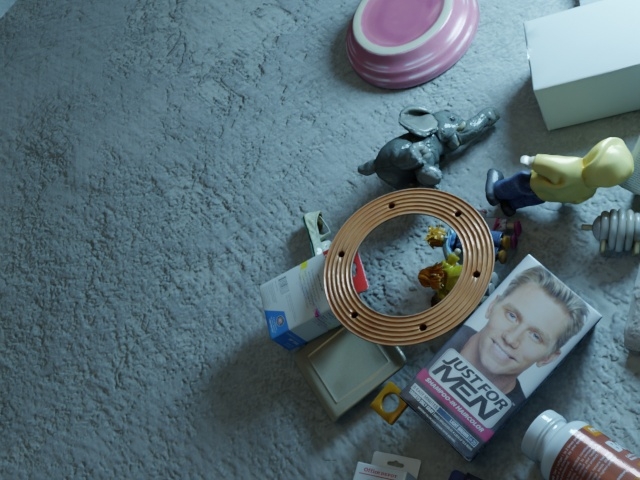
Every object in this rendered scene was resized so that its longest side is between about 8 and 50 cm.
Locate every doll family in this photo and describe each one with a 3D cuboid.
[{"bbox_3d":[0.277,0.032,1.850,0.163,0.118,0.263,8,67,31],"label":"doll family"}]

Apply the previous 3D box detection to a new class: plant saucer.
[{"bbox_3d":[0.204,-0.514,2.230,0.332,0.084,0.332,-13,57,21],"label":"plant saucer"}]

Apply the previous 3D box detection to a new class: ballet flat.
[{"bbox_3d":[0.000,0.000,2.057,0.052,0.057,0.168,-20,55,5],"label":"ballet flat"}]

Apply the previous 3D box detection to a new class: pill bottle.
[{"bbox_3d":[0.444,0.375,1.562,0.216,0.121,0.121,34,81,37],"label":"pill bottle"}]

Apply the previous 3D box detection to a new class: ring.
[{"bbox_3d":[0.166,0.049,1.799,0.336,0.032,0.337,-10,59,17],"label":"ring"}]

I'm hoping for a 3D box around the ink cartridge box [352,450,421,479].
[{"bbox_3d":[0.108,0.469,1.722,0.104,0.060,0.180,4,65,30],"label":"ink cartridge box"}]

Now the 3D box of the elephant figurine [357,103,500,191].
[{"bbox_3d":[0.233,-0.210,2.016,0.239,0.186,0.169,-60,10,-26],"label":"elephant figurine"}]

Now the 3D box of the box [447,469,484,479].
[{"bbox_3d":[0.292,0.493,1.629,0.225,0.036,0.136,18,72,35],"label":"box"}]

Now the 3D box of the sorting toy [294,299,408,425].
[{"bbox_3d":[0.062,0.243,1.889,0.196,0.047,0.348,-41,50,7],"label":"sorting toy"}]

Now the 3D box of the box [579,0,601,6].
[{"bbox_3d":[0.670,-0.580,2.040,0.231,0.056,0.183,-9,58,23],"label":"box"}]

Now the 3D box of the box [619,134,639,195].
[{"bbox_3d":[0.657,-0.203,1.725,0.113,0.094,0.275,33,112,36],"label":"box"}]

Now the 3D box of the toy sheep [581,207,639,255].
[{"bbox_3d":[0.552,-0.018,1.758,0.132,0.091,0.091,5,64,9],"label":"toy sheep"}]

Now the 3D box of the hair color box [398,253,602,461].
[{"bbox_3d":[0.320,0.212,1.702,0.174,0.105,0.347,42,86,16],"label":"hair color box"}]

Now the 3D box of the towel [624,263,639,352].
[{"bbox_3d":[0.634,0.069,1.619,0.187,0.049,0.282,11,85,50],"label":"towel"}]

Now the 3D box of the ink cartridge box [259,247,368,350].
[{"bbox_3d":[0.000,0.109,1.919,0.231,0.078,0.134,-28,53,17],"label":"ink cartridge box"}]

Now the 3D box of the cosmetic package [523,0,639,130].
[{"bbox_3d":[0.607,-0.374,1.891,0.365,0.155,0.197,-11,57,23],"label":"cosmetic package"}]

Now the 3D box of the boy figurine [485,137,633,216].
[{"bbox_3d":[0.450,-0.123,1.798,0.285,0.177,0.092,-18,55,43],"label":"boy figurine"}]
